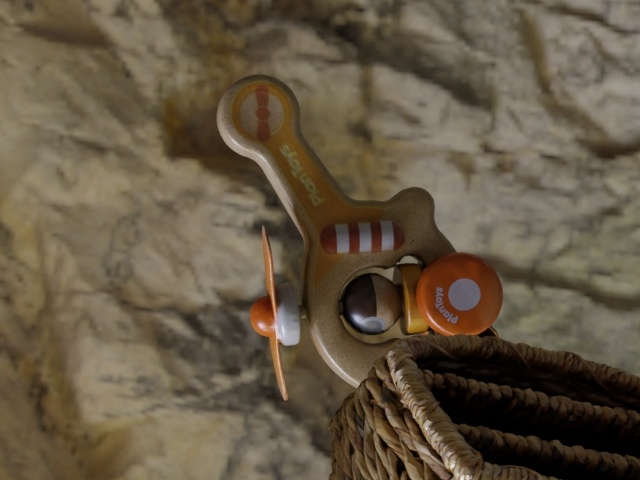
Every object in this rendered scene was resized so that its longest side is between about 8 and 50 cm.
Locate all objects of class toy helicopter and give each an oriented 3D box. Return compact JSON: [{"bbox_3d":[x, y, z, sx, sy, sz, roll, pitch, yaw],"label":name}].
[{"bbox_3d":[0.000,0.000,1.493,0.355,0.235,0.140,56,173,-1],"label":"toy helicopter"}]

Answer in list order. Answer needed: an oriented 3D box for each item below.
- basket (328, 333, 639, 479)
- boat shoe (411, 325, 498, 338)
[{"bbox_3d":[0.179,0.156,1.107,0.223,0.299,0.213,123,154,-48],"label":"basket"},{"bbox_3d":[0.163,0.102,1.845,0.178,0.060,0.064,18,-88,-56],"label":"boat shoe"}]
